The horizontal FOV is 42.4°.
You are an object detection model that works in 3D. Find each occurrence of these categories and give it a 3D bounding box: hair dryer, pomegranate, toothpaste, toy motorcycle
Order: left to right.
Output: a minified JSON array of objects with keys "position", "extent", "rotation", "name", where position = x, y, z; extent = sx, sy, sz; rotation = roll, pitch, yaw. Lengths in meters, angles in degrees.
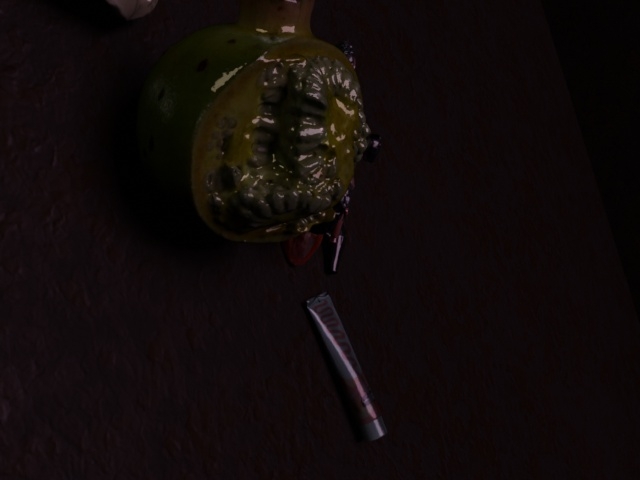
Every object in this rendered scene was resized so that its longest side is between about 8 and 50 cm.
[{"position":[-0.068,-0.153,0.904],"extent":[0.260,0.260,0.341],"rotation":[-13,114,-58],"name":"pomegranate"},{"position":[0.000,0.000,1.167],"extent":[0.083,0.031,0.079],"rotation":[26,59,-31],"name":"hair dryer"},{"position":[0.004,-0.124,1.115],"extent":[0.089,0.171,0.298],"rotation":[19,58,-23],"name":"toy motorcycle"},{"position":[0.035,0.169,1.109],"extent":[0.056,0.036,0.205],"rotation":[-19,85,-57],"name":"toothpaste"}]

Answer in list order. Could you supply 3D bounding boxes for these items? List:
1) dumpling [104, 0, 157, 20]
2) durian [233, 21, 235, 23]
[{"position":[-0.231,-0.354,0.884],"extent":[0.193,0.147,0.258],"rotation":[-91,170,-48],"name":"dumpling"},{"position":[-0.064,-0.234,1.062],"extent":[0.188,0.091,0.148],"rotation":[-15,66,-27],"name":"durian"}]
